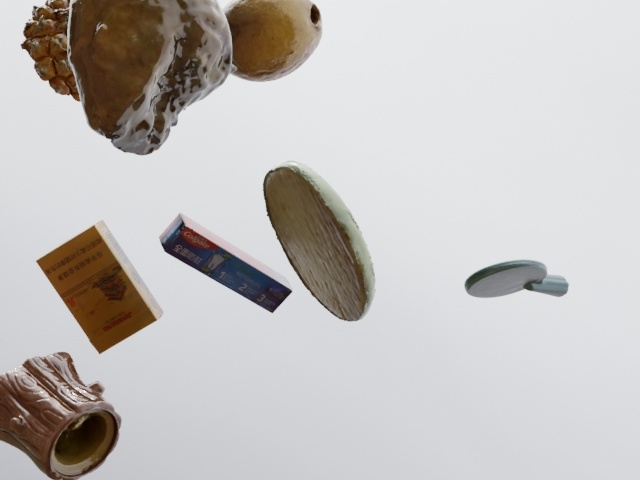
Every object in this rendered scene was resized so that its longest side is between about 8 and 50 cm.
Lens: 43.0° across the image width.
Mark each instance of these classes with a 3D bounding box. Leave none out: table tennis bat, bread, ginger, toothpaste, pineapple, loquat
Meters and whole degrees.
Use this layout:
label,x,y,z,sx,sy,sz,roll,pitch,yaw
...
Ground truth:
label,x,y,z,sx,sy,sz,roll,pitch,yaw
table tennis bat,0.311,0.062,1.254,0.124,0.201,0.033,-36,-126,46
bread,0.000,0.000,1.179,0.267,0.041,0.267,48,-24,30
ginger,-0.261,-0.283,1.150,0.223,0.269,0.200,42,-16,14
toothpaste,-0.199,0.054,1.760,0.320,0.076,0.066,35,13,-36
pineapple,-0.495,-0.397,1.592,0.164,0.140,0.249,-19,-91,48
loquat,-0.111,-0.430,1.698,0.238,0.238,0.193,4,-58,37

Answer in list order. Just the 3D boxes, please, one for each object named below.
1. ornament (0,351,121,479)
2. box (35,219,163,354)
label,x,y,z,sx,sy,sz,roll,pitch,yaw
ornament,-0.535,0.362,1.665,0.218,0.221,0.235,24,-27,37
box,-0.526,0.112,1.947,0.174,0.076,0.274,-30,-81,8
